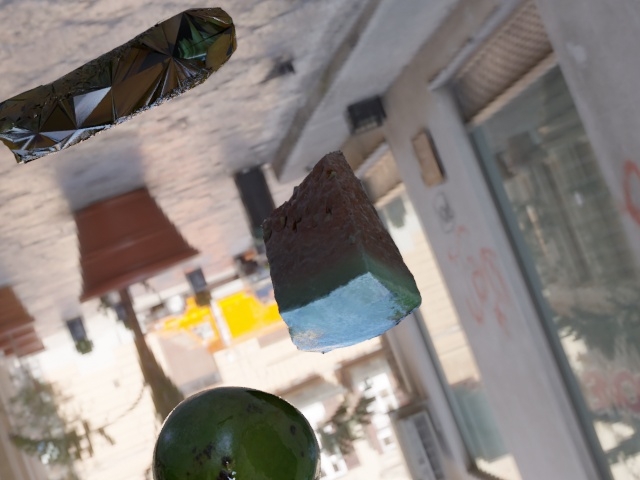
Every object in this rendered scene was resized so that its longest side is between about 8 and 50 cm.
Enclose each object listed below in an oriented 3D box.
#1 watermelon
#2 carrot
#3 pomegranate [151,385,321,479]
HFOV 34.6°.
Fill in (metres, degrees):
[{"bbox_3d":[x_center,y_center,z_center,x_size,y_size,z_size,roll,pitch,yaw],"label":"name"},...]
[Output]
[{"bbox_3d":[0.000,0.000,1.251,0.193,0.257,0.140,-31,141,29],"label":"watermelon"},{"bbox_3d":[-0.174,-0.134,0.880,0.228,0.069,0.069,-31,-179,-20],"label":"carrot"},{"bbox_3d":[-0.091,0.251,1.038,0.180,0.180,0.210,-24,-140,45],"label":"pomegranate"}]
